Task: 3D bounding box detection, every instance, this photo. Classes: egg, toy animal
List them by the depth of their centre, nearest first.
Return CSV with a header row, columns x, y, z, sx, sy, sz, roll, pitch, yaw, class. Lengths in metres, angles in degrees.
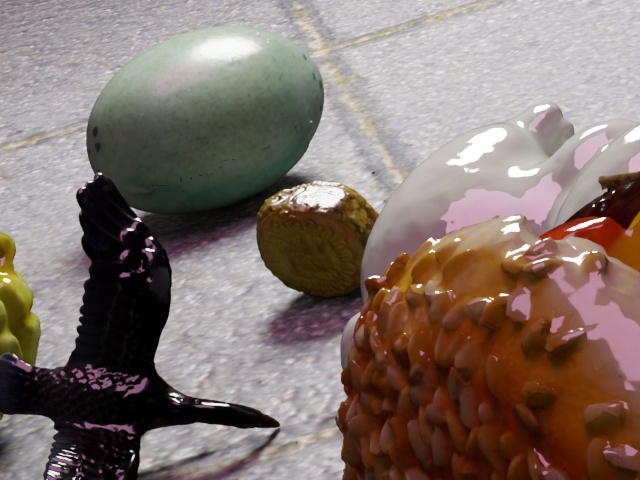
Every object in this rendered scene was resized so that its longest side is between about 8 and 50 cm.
x,y,z,sx,sy,sz,roll,pitch,yaw,class
0.181,0.043,1.224,0.241,0.196,0.367,-37,26,-30,toy animal
-0.133,0.102,1.410,0.197,0.272,0.160,15,-16,-28,toy animal
-0.108,-0.114,1.893,0.236,0.169,0.169,-21,20,-9,egg

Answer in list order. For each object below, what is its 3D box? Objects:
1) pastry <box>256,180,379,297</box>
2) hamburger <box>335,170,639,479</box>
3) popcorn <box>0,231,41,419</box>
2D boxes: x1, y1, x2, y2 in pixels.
x,y,z,sx,sy,sz,roll,pitch,yaw,class
0.000,0.000,1.609,0.097,0.109,0.057,-39,14,38,pastry
0.163,0.121,0.830,0.250,0.330,0.330,-20,19,-25,hamburger
-0.350,0.068,1.497,0.270,0.224,0.258,17,42,0,popcorn
